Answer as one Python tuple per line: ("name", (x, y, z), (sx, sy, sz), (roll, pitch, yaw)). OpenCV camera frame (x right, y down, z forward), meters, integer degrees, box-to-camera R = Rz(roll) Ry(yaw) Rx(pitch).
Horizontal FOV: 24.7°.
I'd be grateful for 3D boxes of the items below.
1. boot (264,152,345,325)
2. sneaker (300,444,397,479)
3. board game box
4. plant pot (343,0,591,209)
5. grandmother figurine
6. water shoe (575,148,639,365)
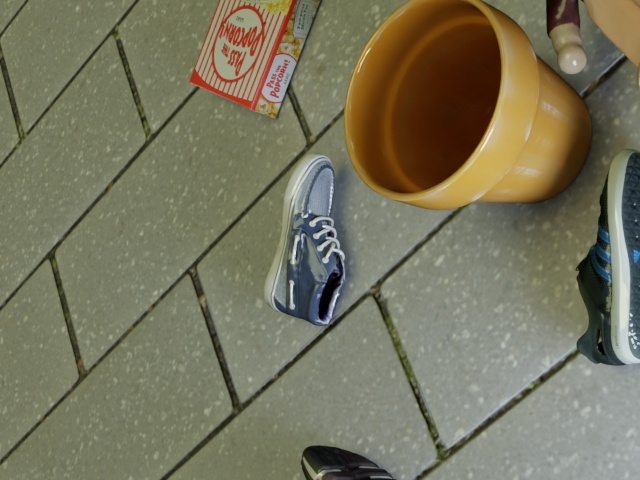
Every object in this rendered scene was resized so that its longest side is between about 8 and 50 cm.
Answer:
("boot", (0.000, 0.000, 1.668), (0.086, 0.069, 0.190), (20, 101, 41))
("sneaker", (0.045, 0.338, 1.482), (0.281, 0.106, 0.162), (39, 110, 45))
("board game box", (-0.078, -0.266, 1.840), (0.147, 0.045, 0.193), (27, 98, 48))
("plant pot", (0.159, -0.118, 1.433), (0.205, 0.188, 0.205), (-17, 66, 43))
("grandmother figurine", (0.279, -0.257, 1.368), (0.208, 0.104, 0.342), (-43, 34, 7))
("water shoe", (0.269, 0.015, 1.361), (0.080, 0.073, 0.203), (-11, 69, 47))
